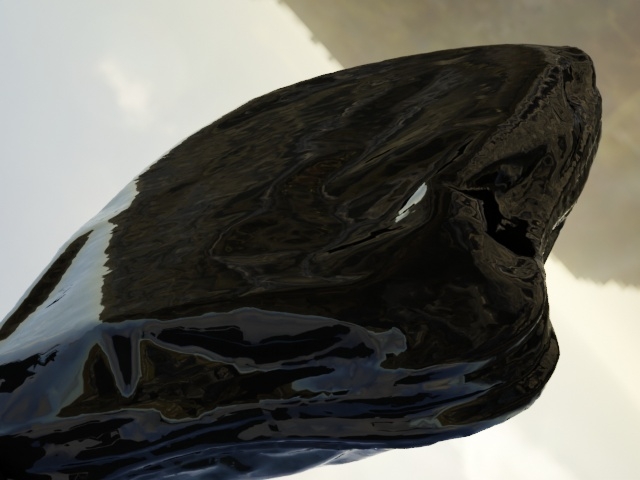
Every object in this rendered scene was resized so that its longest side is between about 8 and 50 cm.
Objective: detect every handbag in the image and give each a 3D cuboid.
[{"bbox_3d":[0.000,0.001,0.627,0.332,0.192,0.075,-62,-40,-64],"label":"handbag"}]
